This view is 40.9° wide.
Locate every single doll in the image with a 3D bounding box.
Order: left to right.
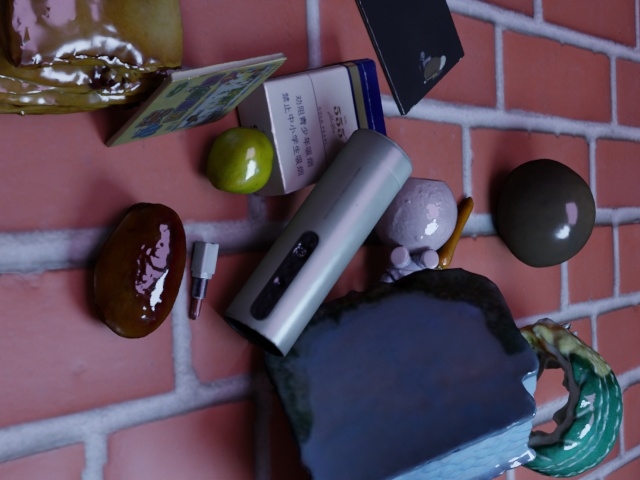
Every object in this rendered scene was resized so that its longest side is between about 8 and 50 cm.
[{"bbox_3d":[0.148,0.038,1.424,0.151,0.151,0.287,-4,100,-48],"label":"doll"}]

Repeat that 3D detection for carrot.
[{"bbox_3d":[0.252,-0.019,1.605,0.037,0.037,0.190,55,51,-33],"label":"carrot"}]

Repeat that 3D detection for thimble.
[{"bbox_3d":[0.436,0.300,1.646,0.167,0.254,0.288,30,62,-44],"label":"thimble"}]

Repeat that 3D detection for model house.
[{"bbox_3d":[0.138,0.276,1.287,0.360,0.297,0.339,-23,137,-8],"label":"model house"}]

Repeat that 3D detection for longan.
[{"bbox_3d":[0.447,-0.056,1.710,0.196,0.196,0.220,12,77,-48],"label":"longan"}]

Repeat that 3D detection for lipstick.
[{"bbox_3d":[-0.161,0.054,1.152,0.025,0.025,0.107,13,86,-46],"label":"lipstick"}]

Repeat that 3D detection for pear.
[{"bbox_3d":[-0.113,-0.108,1.166,0.097,0.092,0.092,-32,114,-26],"label":"pear"}]

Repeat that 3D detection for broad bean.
[{"bbox_3d":[-0.218,0.037,1.048,0.114,0.084,0.165,29,74,-27],"label":"broad bean"}]

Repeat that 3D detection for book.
[{"bbox_3d":[-0.152,-0.174,1.064,0.192,0.168,0.013,-24,84,-45],"label":"book"}]

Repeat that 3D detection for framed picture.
[{"bbox_3d":[0.148,-0.418,1.509,0.244,0.013,0.324,-46,123,-37],"label":"framed picture"}]

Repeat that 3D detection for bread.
[{"bbox_3d":[-0.253,-0.285,0.900,0.277,0.167,0.324,-16,116,-53],"label":"bread"}]

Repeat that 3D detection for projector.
[{"bbox_3d":[0.000,0.000,1.211,0.337,0.108,0.108,-55,129,-14],"label":"projector"}]

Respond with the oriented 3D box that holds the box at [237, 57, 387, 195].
[{"bbox_3d":[-0.004,-0.176,1.293,0.259,0.071,0.168,-23,107,-47],"label":"box"}]
